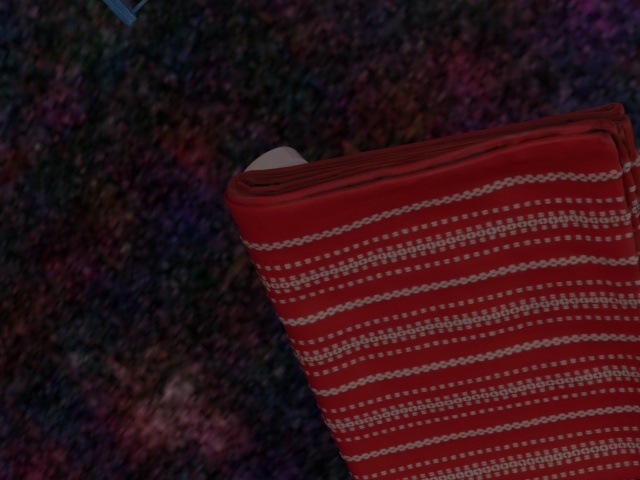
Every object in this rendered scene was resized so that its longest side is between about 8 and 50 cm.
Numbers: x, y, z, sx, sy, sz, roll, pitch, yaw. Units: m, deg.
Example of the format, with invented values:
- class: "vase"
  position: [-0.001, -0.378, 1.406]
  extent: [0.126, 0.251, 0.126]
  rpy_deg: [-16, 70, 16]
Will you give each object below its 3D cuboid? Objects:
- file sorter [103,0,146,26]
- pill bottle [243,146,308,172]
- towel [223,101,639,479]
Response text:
- class: "file sorter"
  position: [-0.209, -0.307, 1.608]
  extent: [0.170, 0.104, 0.118]
  rpy_deg: [46, 6, -21]
- class: "pill bottle"
  position: [0.000, 0.000, 1.045]
  extent: [0.067, 0.067, 0.120]
  rpy_deg: [-19, 57, -35]
- class: "towel"
  position: [0.082, 0.049, 0.878]
  extent: [0.199, 0.275, 0.031]
  rpy_deg: [-10, 43, 13]
